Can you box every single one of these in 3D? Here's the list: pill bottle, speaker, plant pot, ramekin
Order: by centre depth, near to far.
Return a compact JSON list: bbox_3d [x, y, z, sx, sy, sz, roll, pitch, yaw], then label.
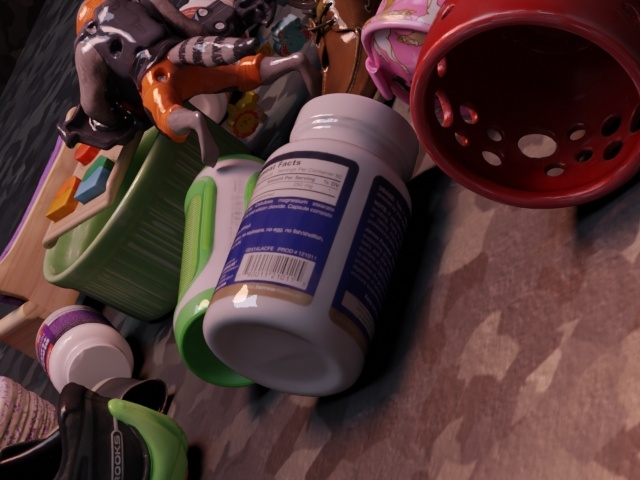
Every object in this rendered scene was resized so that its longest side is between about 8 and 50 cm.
[{"bbox_3d":[0.176,-0.150,1.249,0.191,0.191,0.174,-39,24,41],"label":"plant pot"},{"bbox_3d":[0.000,0.000,1.493,0.153,0.153,0.264,-30,34,52],"label":"pill bottle"},{"bbox_3d":[-0.091,0.026,1.707,0.131,0.131,0.296,-48,22,25],"label":"speaker"},{"bbox_3d":[-0.299,0.151,2.035,0.108,0.108,0.193,-59,20,-2],"label":"pill bottle"},{"bbox_3d":[-0.219,-0.042,2.072,0.303,0.148,0.303,-48,23,27],"label":"ramekin"},{"bbox_3d":[-0.173,-0.276,2.344,0.121,0.121,0.216,-38,29,44],"label":"pill bottle"}]

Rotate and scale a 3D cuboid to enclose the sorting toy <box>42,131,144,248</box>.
[{"bbox_3d":[-0.285,-0.100,2.032,0.208,0.038,0.193,-31,33,51],"label":"sorting toy"}]

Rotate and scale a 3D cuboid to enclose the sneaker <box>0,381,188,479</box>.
[{"bbox_3d":[-0.352,0.327,1.721,0.483,0.202,0.185,-46,21,13],"label":"sneaker"}]

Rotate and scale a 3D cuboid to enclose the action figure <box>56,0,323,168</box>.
[{"bbox_3d":[-0.155,-0.239,1.897,0.330,0.178,0.341,26,59,33],"label":"action figure"}]

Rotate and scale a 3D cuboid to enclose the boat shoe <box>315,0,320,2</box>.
[{"bbox_3d":[0.004,-0.328,1.984,0.063,0.170,0.059,-38,-18,-42],"label":"boat shoe"}]

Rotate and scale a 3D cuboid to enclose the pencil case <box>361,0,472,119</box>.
[{"bbox_3d":[0.171,-0.302,1.528,0.386,0.160,0.167,-67,14,-22],"label":"pencil case"}]

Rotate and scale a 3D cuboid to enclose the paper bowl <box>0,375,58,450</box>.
[{"bbox_3d":[-0.412,0.324,1.978,0.284,0.148,0.284,-48,19,22],"label":"paper bowl"}]

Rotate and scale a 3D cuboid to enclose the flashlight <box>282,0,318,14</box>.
[{"bbox_3d":[0.018,-0.460,2.200,0.103,0.103,0.304,-26,38,60],"label":"flashlight"}]

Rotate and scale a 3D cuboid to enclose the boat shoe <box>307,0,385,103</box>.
[{"bbox_3d":[0.031,-0.239,1.837,0.111,0.104,0.307,-39,27,41],"label":"boat shoe"}]

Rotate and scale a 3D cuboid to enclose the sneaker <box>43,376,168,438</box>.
[{"bbox_3d":[-0.269,0.243,1.841,0.118,0.083,0.222,-19,34,59],"label":"sneaker"}]

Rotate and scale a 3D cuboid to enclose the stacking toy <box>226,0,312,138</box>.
[{"bbox_3d":[-0.065,-0.235,2.015,0.221,0.052,0.167,-39,42,-11],"label":"stacking toy"}]

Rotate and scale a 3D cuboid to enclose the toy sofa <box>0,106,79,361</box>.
[{"bbox_3d":[-0.382,-0.010,2.368,0.150,0.177,0.362,-29,36,53],"label":"toy sofa"}]
